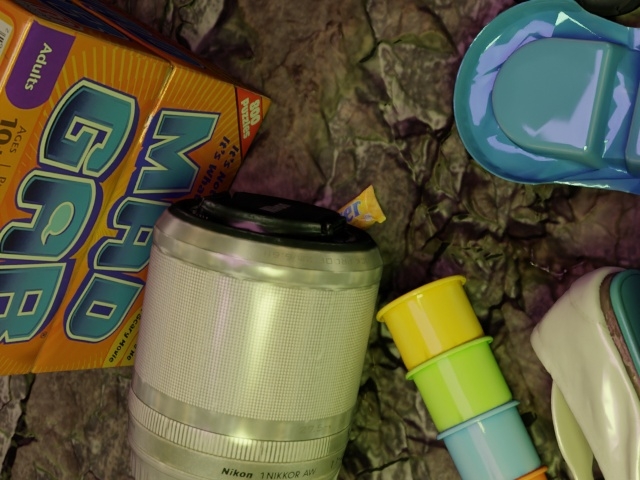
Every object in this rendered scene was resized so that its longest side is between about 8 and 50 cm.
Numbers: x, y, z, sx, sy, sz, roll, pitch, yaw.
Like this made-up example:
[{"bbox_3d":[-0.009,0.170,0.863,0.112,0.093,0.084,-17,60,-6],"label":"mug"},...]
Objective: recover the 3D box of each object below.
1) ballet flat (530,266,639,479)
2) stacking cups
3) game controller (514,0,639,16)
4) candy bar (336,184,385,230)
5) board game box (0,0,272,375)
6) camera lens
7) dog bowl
[{"bbox_3d":[0.282,0.219,0.790,0.139,0.139,0.400,-27,69,26],"label":"ballet flat"},{"bbox_3d":[0.152,0.191,0.870,0.096,0.096,0.316,-31,72,25],"label":"stacking cups"},{"bbox_3d":[0.237,-0.362,0.842,0.166,0.067,0.319,26,115,51],"label":"game controller"},{"bbox_3d":[0.000,0.000,1.019,0.161,0.018,0.040,-33,71,24],"label":"candy bar"},{"bbox_3d":[-0.348,-0.102,1.034,0.356,0.356,0.357,34,104,28],"label":"board game box"},{"bbox_3d":[-0.066,0.100,0.925,0.219,0.219,0.274,16,101,30],"label":"camera lens"},{"bbox_3d":[0.266,-0.116,0.839,0.297,0.074,0.166,12,93,30],"label":"dog bowl"}]
